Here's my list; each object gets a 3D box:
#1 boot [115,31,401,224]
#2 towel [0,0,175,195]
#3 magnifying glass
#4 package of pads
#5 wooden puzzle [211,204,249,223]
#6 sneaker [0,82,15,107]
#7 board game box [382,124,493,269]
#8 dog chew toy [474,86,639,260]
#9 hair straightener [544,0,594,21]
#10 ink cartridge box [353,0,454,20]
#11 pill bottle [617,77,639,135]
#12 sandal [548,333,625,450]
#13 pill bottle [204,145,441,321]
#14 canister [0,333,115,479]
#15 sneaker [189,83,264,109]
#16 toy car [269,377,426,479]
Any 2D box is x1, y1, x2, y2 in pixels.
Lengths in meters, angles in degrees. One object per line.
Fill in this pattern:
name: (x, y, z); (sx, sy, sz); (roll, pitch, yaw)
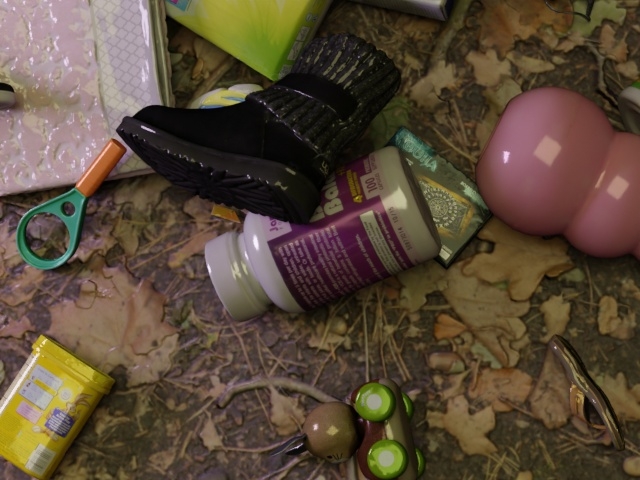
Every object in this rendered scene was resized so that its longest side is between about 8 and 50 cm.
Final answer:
boot: (-0.084, -0.177, 1.780); (0.348, 0.131, 0.260); (20, 68, 27)
towel: (-0.372, -0.243, 1.902); (0.316, 0.053, 0.332); (-7, 91, 11)
magnifying glass: (-0.358, -0.053, 1.881); (0.092, 0.026, 0.231); (41, 105, 2)
package of pads: (-0.118, -0.403, 1.902); (0.296, 0.101, 0.229); (33, 109, 12)
wooden puzzle: (-0.106, -0.075, 1.911); (0.078, 0.014, 0.116); (26, 80, 11)
sneaker: (-0.537, -0.255, 1.870); (0.216, 0.079, 0.121); (4, 86, 17)
board game box: (0.151, -0.063, 1.877); (0.186, 0.026, 0.126); (40, 83, 13)
dog chew toy: (0.382, -0.072, 1.774); (0.331, 0.206, 0.207); (26, 81, 3)
hair straightener: (0.325, -0.413, 1.939); (0.089, 0.047, 0.230); (-33, 80, -3)
ink cartridge box: (0.085, -0.518, 1.964); (0.330, 0.071, 0.324); (16, 79, 19)
pill bottle: (0.553, -0.217, 1.817); (0.245, 0.136, 0.136); (-34, 76, -3)
sandal: (0.358, 0.212, 1.773); (0.049, 0.072, 0.180); (-36, 74, 13)
pill bottle: (0.000, 0.000, 1.794); (0.301, 0.169, 0.169); (-24, 75, 10)
canister: (-0.389, 0.237, 1.835); (0.126, 0.073, 0.170); (31, 83, 12)
sneaker: (-0.072, -0.161, 1.890); (0.240, 0.091, 0.126); (-5, 83, 9)
toy car: (0.030, 0.274, 1.752); (0.188, 0.155, 0.149); (-15, 75, 12)
